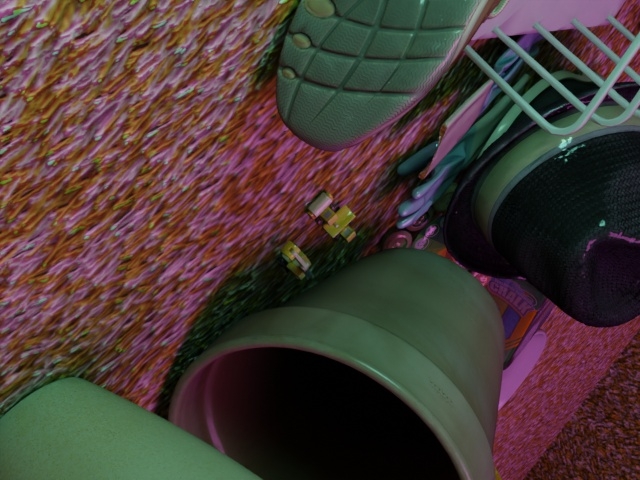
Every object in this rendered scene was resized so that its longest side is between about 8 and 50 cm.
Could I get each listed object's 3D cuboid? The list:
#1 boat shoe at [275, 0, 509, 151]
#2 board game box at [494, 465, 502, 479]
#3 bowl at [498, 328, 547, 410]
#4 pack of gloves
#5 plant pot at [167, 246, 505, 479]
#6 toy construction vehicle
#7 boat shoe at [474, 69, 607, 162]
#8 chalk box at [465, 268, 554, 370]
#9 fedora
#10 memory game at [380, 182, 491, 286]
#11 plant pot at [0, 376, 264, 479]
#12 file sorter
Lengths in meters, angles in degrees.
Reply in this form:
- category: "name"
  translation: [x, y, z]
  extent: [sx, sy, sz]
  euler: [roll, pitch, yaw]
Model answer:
- category: "boat shoe"
  translation: [0.092, -0.196, 1.015]
  extent: [0.324, 0.123, 0.116]
  euler: [-51, 163, 16]
- category: "board game box"
  translation: [0.023, 0.444, 1.619]
  extent: [0.356, 0.356, 0.356]
  euler: [-6, 142, -28]
- category: "bowl"
  translation: [0.159, 0.190, 1.902]
  extent: [0.298, 0.134, 0.298]
  euler: [-40, 160, -18]
- category: "pack of gloves"
  translation: [0.141, -0.126, 1.399]
  extent: [0.232, 0.046, 0.195]
  euler: [-47, 165, -35]
- category: "plant pot"
  translation: [0.053, 0.154, 1.413]
  extent: [0.280, 0.323, 0.323]
  euler: [-51, 170, -48]
- category: "toy construction vehicle"
  translation: [0.000, 0.000, 1.333]
  extent: [0.086, 0.035, 0.098]
  euler: [-44, 161, -8]
- category: "boat shoe"
  translation: [0.282, -0.109, 1.573]
  extent: [0.127, 0.113, 0.340]
  euler: [-55, 164, 22]
- category: "chalk box"
  translation: [0.235, 0.027, 1.719]
  extent: [0.132, 0.132, 0.213]
  euler: [-43, 162, -39]
- category: "fedora"
  translation: [0.294, -0.013, 1.462]
  extent: [0.334, 0.152, 0.334]
  euler: [-19, 148, -13]
- category: "memory game"
  translation: [0.143, 0.010, 1.577]
  extent: [0.186, 0.012, 0.186]
  euler: [-17, 133, -20]
- category: "plant pot"
  translation: [-0.152, 0.249, 1.140]
  extent: [0.256, 0.274, 0.256]
  euler: [-41, 159, -19]
- category: "file sorter"
  translation: [0.274, -0.214, 1.225]
  extent: [0.277, 0.173, 0.193]
  euler: [-13, 144, -45]
